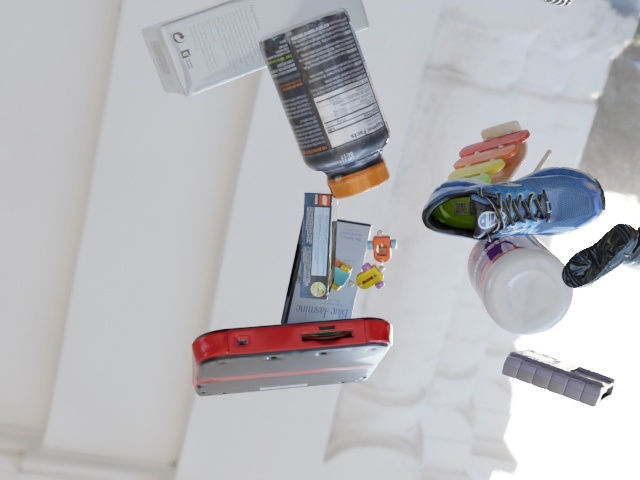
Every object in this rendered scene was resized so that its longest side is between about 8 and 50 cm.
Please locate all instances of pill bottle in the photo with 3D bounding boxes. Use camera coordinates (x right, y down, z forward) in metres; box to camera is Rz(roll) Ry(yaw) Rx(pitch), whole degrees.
[{"bbox_3d":[0.016,-0.184,1.216,0.131,0.245,0.130,-19,-167,5],"label":"pill bottle"},{"bbox_3d":[0.415,0.074,1.882,0.182,0.181,0.323,14,-169,-2],"label":"pill bottle"}]

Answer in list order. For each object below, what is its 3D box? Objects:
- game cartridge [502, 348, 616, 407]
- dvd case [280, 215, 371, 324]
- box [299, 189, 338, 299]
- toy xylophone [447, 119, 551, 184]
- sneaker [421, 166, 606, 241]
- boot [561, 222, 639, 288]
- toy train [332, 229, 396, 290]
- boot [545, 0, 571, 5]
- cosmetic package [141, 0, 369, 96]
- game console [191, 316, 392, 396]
[{"bbox_3d":[0.583,0.326,2.130,0.230,0.068,0.355,23,-176,24],"label":"game cartridge"},{"bbox_3d":[0.014,0.075,1.964,0.181,0.252,0.022,7,-171,-35],"label":"dvd case"},{"bbox_3d":[0.000,0.000,1.408,0.044,0.159,0.233,2,-175,3],"label":"box"},{"bbox_3d":[0.393,-0.156,2.024,0.236,0.081,0.322,-17,-151,43],"label":"toy xylophone"},{"bbox_3d":[0.331,-0.047,1.545,0.330,0.129,0.147,-5,-164,30],"label":"sneaker"},{"bbox_3d":[0.380,0.024,1.121,0.099,0.121,0.045,11,-137,-41],"label":"boot"},{"bbox_3d":[0.073,0.037,1.745,0.167,0.125,0.046,-6,-158,9],"label":"toy train"},{"bbox_3d":[0.484,-0.586,1.706,0.118,0.222,0.338,17,-173,-11],"label":"boot"},{"bbox_3d":[-0.149,-0.478,1.983,0.454,0.161,0.230,-24,-161,-15],"label":"cosmetic package"},{"bbox_3d":[-0.064,0.239,1.773,0.387,0.060,0.342,-3,159,-9],"label":"game console"}]
